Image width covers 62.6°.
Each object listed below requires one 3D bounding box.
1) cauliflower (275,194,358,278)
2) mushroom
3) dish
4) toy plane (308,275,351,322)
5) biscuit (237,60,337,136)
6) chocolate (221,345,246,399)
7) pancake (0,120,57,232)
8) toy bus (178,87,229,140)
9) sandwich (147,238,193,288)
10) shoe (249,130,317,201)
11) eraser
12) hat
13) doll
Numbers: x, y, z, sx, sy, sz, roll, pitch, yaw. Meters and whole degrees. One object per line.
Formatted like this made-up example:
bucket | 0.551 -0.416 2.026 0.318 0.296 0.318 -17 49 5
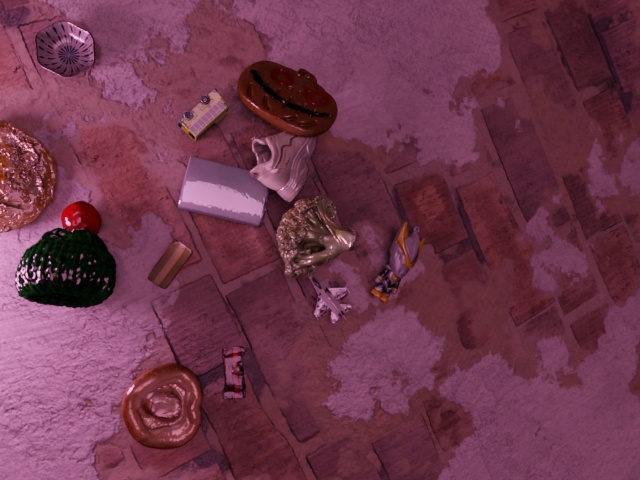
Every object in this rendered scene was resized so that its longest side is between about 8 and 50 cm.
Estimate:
cauliflower | -0.010 -0.001 1.833 0.281 0.260 0.326 27 79 11
mushroom | -0.502 0.537 1.709 0.279 0.146 0.278 3 83 -27
dish | -0.825 -0.613 1.719 0.191 0.066 0.190 1 85 -14
toy plane | 0.020 0.200 1.924 0.160 0.082 0.234 -39 83 -5
biscuit | -0.104 -0.517 1.861 0.368 0.063 0.314 31 54 3
chocolate | -0.301 0.460 1.832 0.086 0.028 0.182 0 88 -14
pancake | -1.007 -0.194 1.644 0.357 0.065 0.355 1 86 -15
toy bus | -0.401 -0.435 1.824 0.175 0.088 0.101 -46 101 -11
sandwich | -0.501 0.081 1.750 0.079 0.113 0.163 37 78 -12
shoe | -0.136 -0.322 1.825 0.211 0.132 0.341 25 63 -28
eraser | -0.328 -0.167 1.820 0.290 0.104 0.189 14 81 -15
hat | -0.778 0.036 1.641 0.274 0.242 0.332 18 57 -37
doll | 0.295 0.081 1.994 0.146 0.103 0.316 33 84 -16
